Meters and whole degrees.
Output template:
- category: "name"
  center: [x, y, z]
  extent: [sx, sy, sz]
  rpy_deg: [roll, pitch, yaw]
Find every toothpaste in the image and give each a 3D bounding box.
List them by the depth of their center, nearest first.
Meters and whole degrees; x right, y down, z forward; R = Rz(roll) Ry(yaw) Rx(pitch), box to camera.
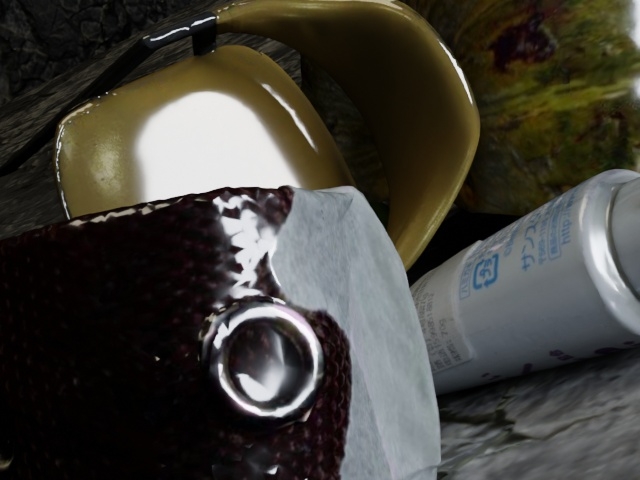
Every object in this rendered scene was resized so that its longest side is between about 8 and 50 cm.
- category: "toothpaste"
  center: [0.071, 0.033, 0.841]
  extent: [0.299, 0.073, 0.114]
  rpy_deg: [-25, 11, 44]

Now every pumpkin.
- category: "pumpkin"
  center: [0.127, -0.092, 0.997]
  extent: [0.221, 0.139, 0.317]
  rpy_deg: [-16, 6, -26]

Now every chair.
- category: "chair"
  center: [-0.041, -0.024, 0.940]
  extent: [0.172, 0.159, 0.247]
  rpy_deg: [-28, -1, -17]

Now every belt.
- category: "belt"
  center: [-0.067, 0.070, 0.741]
  extent: [0.184, 0.164, 0.289]
  rpy_deg: [-9, -5, -24]

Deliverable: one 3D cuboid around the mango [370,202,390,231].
- category: "mango"
  center: [0.000, 0.000, 1.113]
  extent: [0.108, 0.056, 0.073]
  rpy_deg: [0, 31, 37]
